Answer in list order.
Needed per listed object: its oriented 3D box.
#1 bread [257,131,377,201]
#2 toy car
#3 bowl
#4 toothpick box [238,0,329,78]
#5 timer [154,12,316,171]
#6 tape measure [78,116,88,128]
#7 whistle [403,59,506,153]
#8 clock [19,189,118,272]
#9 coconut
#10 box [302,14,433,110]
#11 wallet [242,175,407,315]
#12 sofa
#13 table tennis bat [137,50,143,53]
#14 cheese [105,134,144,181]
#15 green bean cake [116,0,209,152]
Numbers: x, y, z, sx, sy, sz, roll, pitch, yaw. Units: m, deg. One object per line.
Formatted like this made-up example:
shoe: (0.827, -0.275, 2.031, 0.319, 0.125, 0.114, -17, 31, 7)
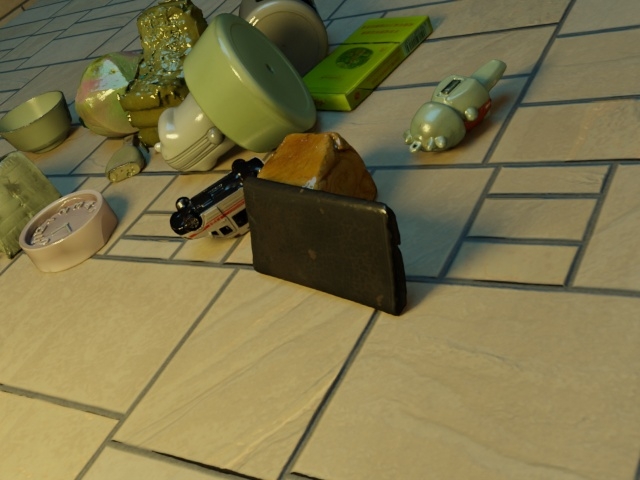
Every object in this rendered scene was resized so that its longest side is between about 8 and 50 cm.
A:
bread: (-0.008, -0.087, 1.337, 0.143, 0.149, 0.158, -2, 46, 34)
toy car: (-0.169, -0.059, 1.439, 0.210, 0.108, 0.089, -34, 36, -4)
bowl: (-0.778, -0.317, 2.181, 0.212, 0.112, 0.211, -18, 35, 13)
toothpick box: (-0.103, -0.517, 1.934, 0.229, 0.229, 0.316, -22, 32, 6)
timer: (-0.214, -0.265, 1.644, 0.315, 0.291, 0.290, -36, 29, 23)
tape measure: (-0.586, -0.359, 2.138, 0.125, 0.081, 0.146, -6, 39, 33)
whistle: (0.243, -0.238, 1.406, 0.102, 0.105, 0.253, 37, 72, 20)
clock: (-0.531, -0.022, 1.658, 0.197, 0.068, 0.196, -18, 35, 13)
coconut: (-0.504, -0.364, 1.964, 0.236, 0.204, 0.236, -24, 10, 5)
box: (0.091, -0.407, 1.784, 0.187, 0.047, 0.335, 12, 48, 43)
wallet: (0.000, 0.000, 1.194, 0.044, 0.170, 0.321, -23, 26, -40)
sofa: (-0.741, -0.078, 1.818, 0.225, 0.176, 0.210, -10, 34, 46)
table tennis bat: (-0.502, -0.556, 2.377, 0.224, 0.054, 0.368, 18, 57, 46)
cheese: (-0.467, -0.208, 1.893, 0.097, 0.037, 0.192, -21, 35, 6)
green bean cake: (-0.337, -0.395, 1.843, 0.202, 0.285, 0.310, -4, 41, 22)
